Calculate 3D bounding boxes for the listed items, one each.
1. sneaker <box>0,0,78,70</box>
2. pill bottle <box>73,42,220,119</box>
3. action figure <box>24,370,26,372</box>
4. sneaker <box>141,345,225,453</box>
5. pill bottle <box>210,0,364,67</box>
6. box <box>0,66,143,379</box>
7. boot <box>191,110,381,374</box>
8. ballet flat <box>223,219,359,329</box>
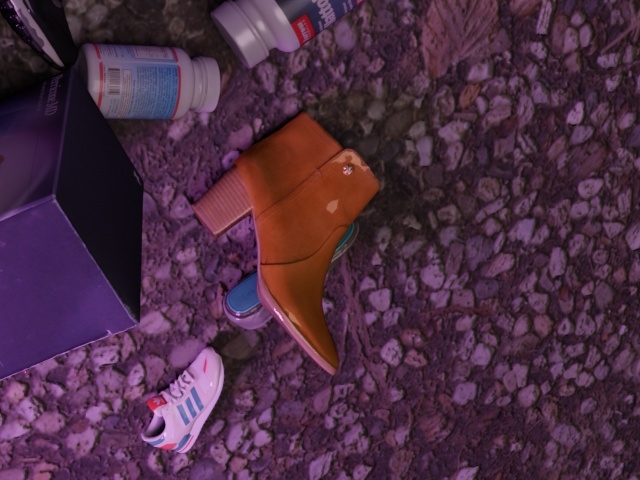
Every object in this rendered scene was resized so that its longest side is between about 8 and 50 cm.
[{"bbox_3d":[-0.316,-0.320,1.386,0.124,0.107,0.283,-36,123,-12],"label":"sneaker"},{"bbox_3d":[-0.203,-0.185,1.506,0.160,0.087,0.087,0,113,-24],"label":"pill bottle"},{"bbox_3d":[-0.429,0.174,1.610,0.115,0.030,0.038,-22,126,-11],"label":"action figure"},{"bbox_3d":[-0.186,0.212,1.717,0.075,0.057,0.161,14,110,-35],"label":"sneaker"},{"bbox_3d":[-0.034,-0.288,1.522,0.180,0.108,0.108,-37,123,-4],"label":"pill bottle"},{"bbox_3d":[-0.356,-0.003,1.358,0.294,0.296,0.183,-22,122,7],"label":"box"},{"bbox_3d":[-0.001,-0.001,1.622,0.211,0.104,0.295,-37,93,-8],"label":"boot"},{"bbox_3d":[-0.036,0.041,1.710,0.213,0.072,0.068,-37,150,-4],"label":"ballet flat"}]
